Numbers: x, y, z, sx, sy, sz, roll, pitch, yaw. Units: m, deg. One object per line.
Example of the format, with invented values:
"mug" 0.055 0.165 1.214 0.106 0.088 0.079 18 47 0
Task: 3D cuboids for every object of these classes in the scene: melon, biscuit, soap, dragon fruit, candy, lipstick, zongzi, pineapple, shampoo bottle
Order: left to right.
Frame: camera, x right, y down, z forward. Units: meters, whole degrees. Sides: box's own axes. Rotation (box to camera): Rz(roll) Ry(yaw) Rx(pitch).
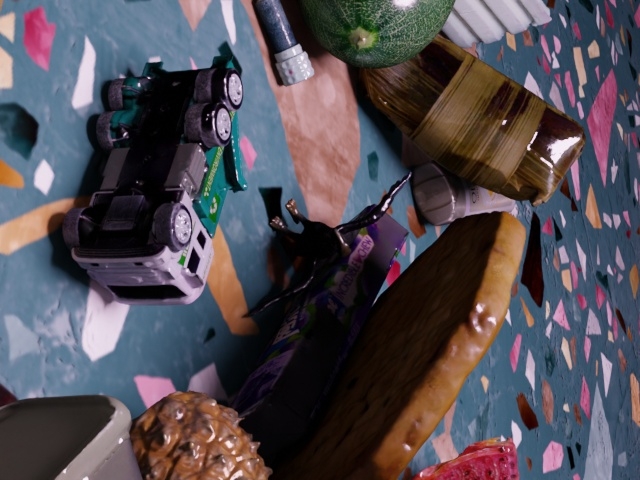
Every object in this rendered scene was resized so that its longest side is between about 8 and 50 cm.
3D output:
"pineapple" -0.055 0.230 0.863 0.248 0.128 0.128 47 23 19
"lipstick" -0.043 -0.220 1.217 0.037 0.037 0.116 -41 113 -56
"candy" 0.001 0.078 1.141 0.061 0.088 0.312 44 40 -12
"melon" 0.064 -0.295 1.276 0.182 0.182 0.287 55 38 -36
"biscuit" 0.059 0.118 1.020 0.046 0.359 0.359 38 41 -8
"zongzi" 0.174 -0.160 1.471 0.286 0.134 0.288 36 5 -2
"soap" 0.189 -0.366 1.546 0.261 0.150 0.094 34 48 -52
"dragon fruit" 0.162 0.354 1.322 0.161 0.126 0.274 13 80 -69
"shampoo bottle" 0.194 -0.068 1.555 0.227 0.056 0.086 -8 77 -60

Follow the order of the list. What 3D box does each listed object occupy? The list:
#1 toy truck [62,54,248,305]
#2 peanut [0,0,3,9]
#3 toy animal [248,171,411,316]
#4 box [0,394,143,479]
"toy truck" -0.120 -0.046 0.962 0.116 0.110 0.216 62 32 -48
"peanut" -0.265 -0.129 0.739 0.120 0.110 0.236 61 36 -69
"toy animal" 0.000 0.000 1.157 0.220 0.108 0.062 -44 126 -19
"box" -0.197 0.237 0.716 0.274 0.138 0.178 -48 126 -54
